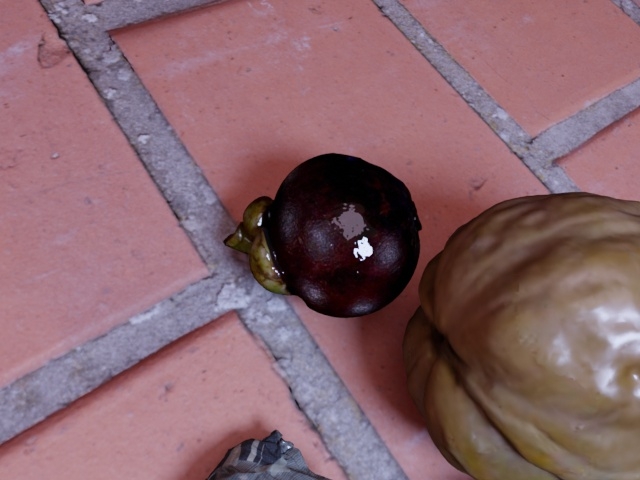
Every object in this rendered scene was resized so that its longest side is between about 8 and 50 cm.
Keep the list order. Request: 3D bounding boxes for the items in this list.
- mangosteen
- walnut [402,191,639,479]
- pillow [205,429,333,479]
[{"bbox_3d":[0.000,0.000,0.607,0.230,0.194,0.194,-15,63,11],"label":"mangosteen"},{"bbox_3d":[0.262,0.104,0.524,0.343,0.306,0.306,-1,62,-22],"label":"walnut"},{"bbox_3d":[-0.109,0.324,0.445,0.161,0.093,0.335,23,58,33],"label":"pillow"}]
